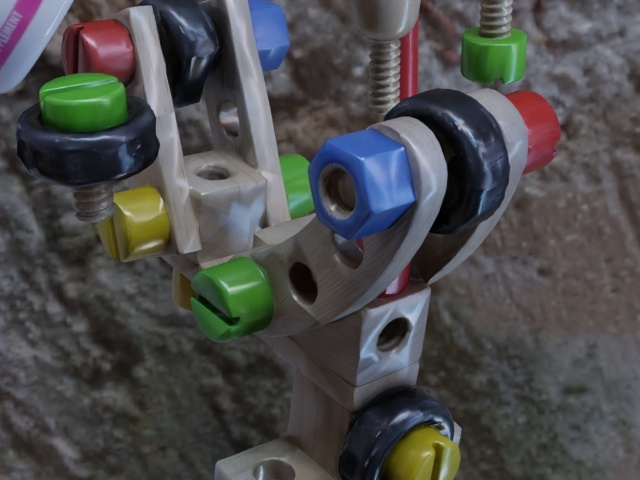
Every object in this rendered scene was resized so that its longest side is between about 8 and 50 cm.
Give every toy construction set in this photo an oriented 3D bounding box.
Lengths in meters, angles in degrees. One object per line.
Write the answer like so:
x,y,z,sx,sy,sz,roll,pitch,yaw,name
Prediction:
0.000,0.000,0.643,0.309,0.257,0.237,-44,139,-53,toy construction set

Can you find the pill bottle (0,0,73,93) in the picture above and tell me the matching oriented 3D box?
-0.292,-0.225,0.802,0.283,0.160,0.160,27,50,-23,pill bottle
